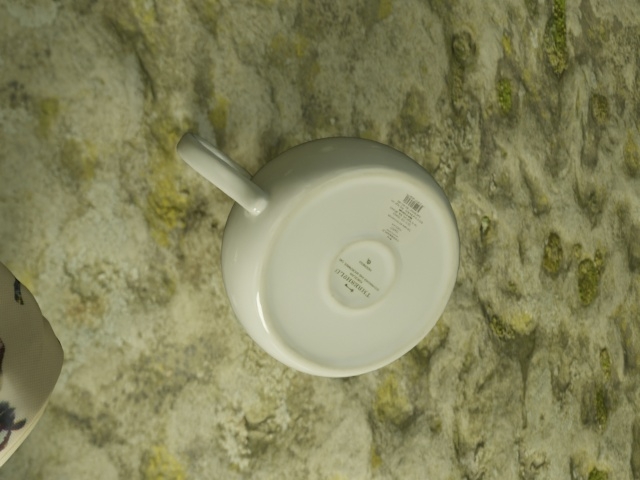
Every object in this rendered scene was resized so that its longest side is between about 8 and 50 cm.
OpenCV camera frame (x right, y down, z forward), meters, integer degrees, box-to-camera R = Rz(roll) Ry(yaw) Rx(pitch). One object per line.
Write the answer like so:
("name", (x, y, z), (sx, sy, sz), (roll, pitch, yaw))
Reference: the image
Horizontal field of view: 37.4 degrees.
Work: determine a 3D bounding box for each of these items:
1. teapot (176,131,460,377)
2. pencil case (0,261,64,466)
("teapot", (0.000, 0.000, 0.954), (0.252, 0.187, 0.256), (-14, 115, -19))
("pencil case", (-0.341, 0.008, 0.606), (0.410, 0.160, 0.183), (53, 40, -28))
